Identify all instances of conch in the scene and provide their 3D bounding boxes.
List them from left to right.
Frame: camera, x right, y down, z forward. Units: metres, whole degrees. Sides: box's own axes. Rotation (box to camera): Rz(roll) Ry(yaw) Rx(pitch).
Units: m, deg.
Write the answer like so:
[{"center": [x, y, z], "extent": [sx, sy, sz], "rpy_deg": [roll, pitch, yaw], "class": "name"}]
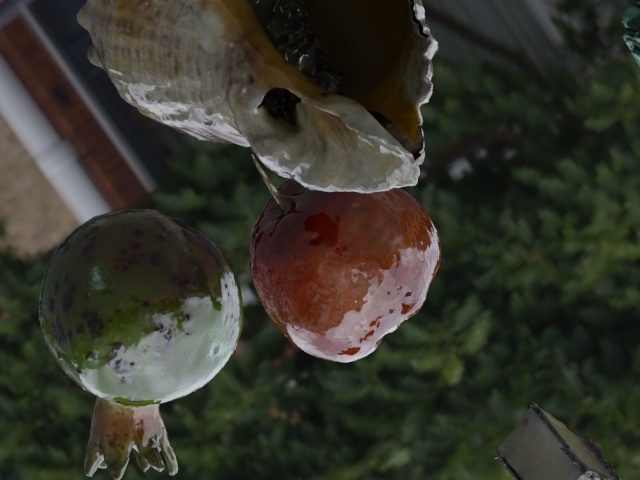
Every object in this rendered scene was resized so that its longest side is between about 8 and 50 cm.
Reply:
[{"center": [-0.019, -0.119, 0.916], "extent": [0.163, 0.245, 0.178], "rpy_deg": [-23, 142, -33], "class": "conch"}]

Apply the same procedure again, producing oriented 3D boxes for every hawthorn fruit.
[{"center": [0.006, 0.013, 1.095], "extent": [0.125, 0.140, 0.125], "rpy_deg": [-169, -90, -70], "class": "hawthorn fruit"}]

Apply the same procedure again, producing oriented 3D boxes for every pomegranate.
[{"center": [-0.192, 0.109, 1.798], "extent": [0.231, 0.286, 0.231], "rpy_deg": [5, 169, 1], "class": "pomegranate"}]

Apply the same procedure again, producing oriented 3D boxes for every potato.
[{"center": [0.206, 0.197, 1.446], "extent": [0.061, 0.086, 0.122], "rpy_deg": [-52, -154, 8], "class": "potato"}]

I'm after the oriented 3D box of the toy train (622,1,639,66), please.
[{"center": [0.322, -0.145, 1.409], "extent": [0.070, 0.099, 0.172], "rpy_deg": [-47, -134, -2], "class": "toy train"}]
